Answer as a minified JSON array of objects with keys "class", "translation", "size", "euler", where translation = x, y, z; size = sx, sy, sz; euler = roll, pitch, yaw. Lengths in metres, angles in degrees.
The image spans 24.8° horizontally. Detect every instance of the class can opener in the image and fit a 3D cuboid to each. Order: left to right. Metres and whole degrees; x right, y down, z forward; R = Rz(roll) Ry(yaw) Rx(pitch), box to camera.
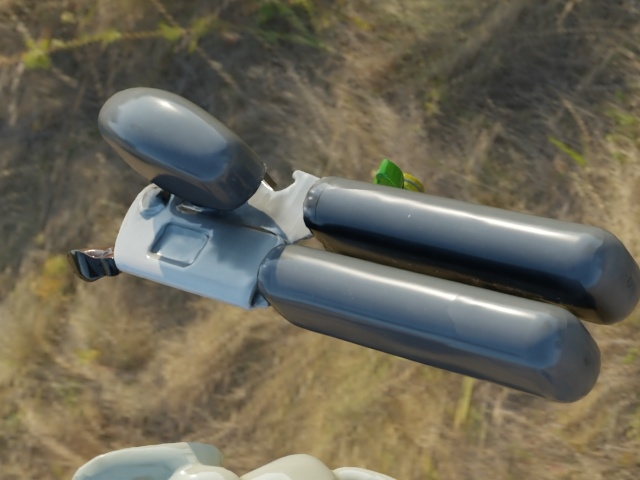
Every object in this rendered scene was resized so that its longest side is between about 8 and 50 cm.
[{"class":"can opener","translation":[0.000,0.000,0.626],"size":[0.280,0.093,0.074],"euler":[17,68,40]}]

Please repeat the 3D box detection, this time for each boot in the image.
[{"class":"boot","translation":[-0.209,0.009,1.608],"size":[0.106,0.114,0.037],"euler":[6,116,44]}]

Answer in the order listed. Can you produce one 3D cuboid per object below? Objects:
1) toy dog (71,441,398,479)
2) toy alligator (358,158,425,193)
[{"class":"toy dog","translation":[-0.051,0.433,1.456],"size":[0.408,0.395,0.284],"euler":[-109,16,-46]},{"class":"toy alligator","translation":[0.046,0.012,0.954],"size":[0.051,0.189,0.056],"euler":[9,55,24]}]
